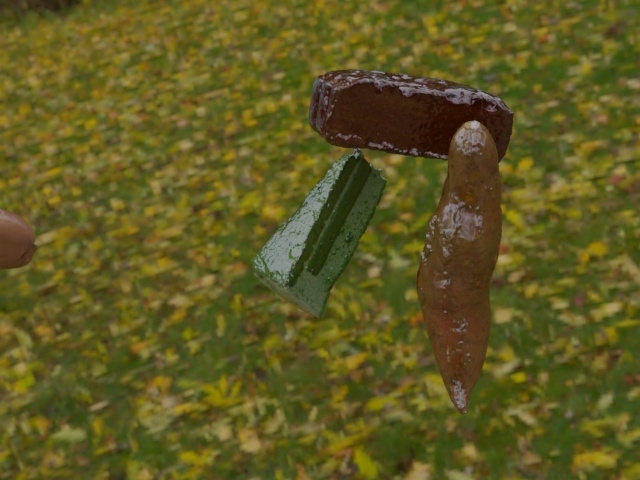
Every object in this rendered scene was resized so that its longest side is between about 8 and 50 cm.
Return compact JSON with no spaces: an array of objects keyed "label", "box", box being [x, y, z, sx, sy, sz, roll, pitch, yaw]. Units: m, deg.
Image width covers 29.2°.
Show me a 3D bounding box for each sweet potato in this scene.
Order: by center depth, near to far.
[{"label":"sweet potato","box":[0.167,0.027,1.495,0.095,0.355,0.106,0,13,-12]}]

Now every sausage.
[{"label":"sausage","box":[-0.482,-0.013,1.514,0.289,0.086,0.086,8,3,-45]}]

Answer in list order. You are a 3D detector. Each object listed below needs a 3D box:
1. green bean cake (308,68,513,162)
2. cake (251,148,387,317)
[{"label":"green bean cake","box":[0.112,-0.168,1.626,0.232,0.097,0.198,4,15,-15]},{"label":"cake","box":[0.017,-0.009,1.732,0.235,0.100,0.099,-50,38,1]}]
